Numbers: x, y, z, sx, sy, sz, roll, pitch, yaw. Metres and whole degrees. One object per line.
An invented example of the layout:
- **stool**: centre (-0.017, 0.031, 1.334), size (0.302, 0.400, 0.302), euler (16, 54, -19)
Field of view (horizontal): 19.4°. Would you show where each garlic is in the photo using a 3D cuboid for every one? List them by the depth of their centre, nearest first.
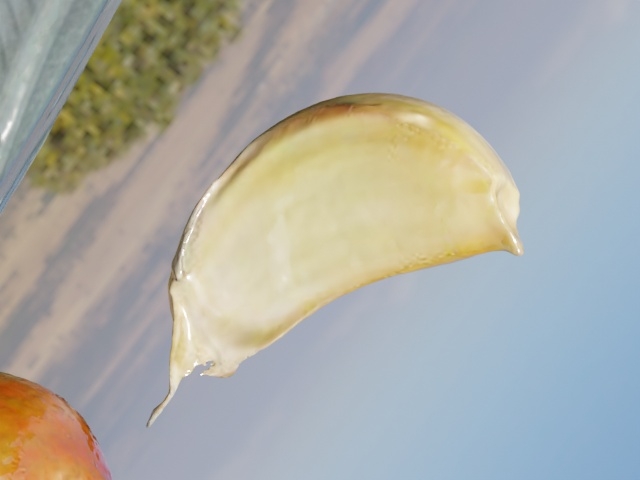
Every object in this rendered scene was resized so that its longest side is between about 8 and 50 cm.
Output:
- **garlic**: centre (-0.014, -0.005, 1.489), size (0.338, 0.196, 0.151), euler (-25, 136, 2)

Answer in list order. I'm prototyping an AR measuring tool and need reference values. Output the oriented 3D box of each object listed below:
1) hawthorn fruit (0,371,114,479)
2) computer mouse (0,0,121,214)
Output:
- **hawthorn fruit**: centre (-0.178, 0.167, 0.971), size (0.196, 0.196, 0.225), euler (-52, 150, 0)
- **computer mouse**: centre (-0.097, -0.120, 0.658), size (0.379, 0.090, 0.167), euler (-57, -171, 10)
